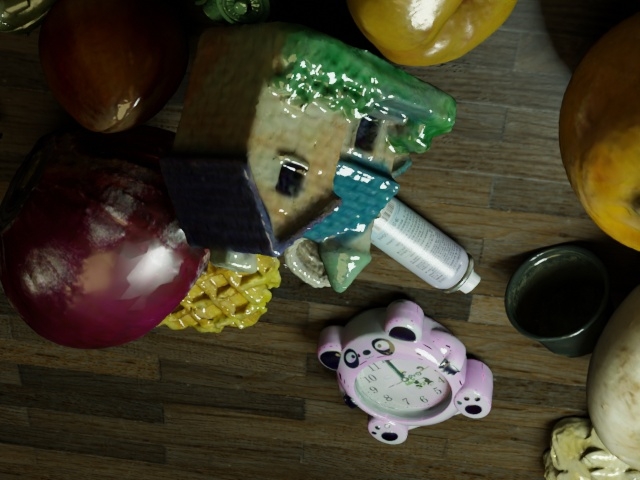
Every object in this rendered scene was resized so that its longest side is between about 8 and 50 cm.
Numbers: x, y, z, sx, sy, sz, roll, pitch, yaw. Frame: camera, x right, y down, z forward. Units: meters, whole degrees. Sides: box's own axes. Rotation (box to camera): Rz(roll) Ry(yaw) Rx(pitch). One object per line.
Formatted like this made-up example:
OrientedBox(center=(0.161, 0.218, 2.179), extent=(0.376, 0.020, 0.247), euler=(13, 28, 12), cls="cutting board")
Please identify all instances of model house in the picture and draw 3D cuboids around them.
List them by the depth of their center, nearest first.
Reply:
OrientedBox(center=(-0.022, -0.083, 1.676), extent=(0.312, 0.280, 0.245), euler=(20, 172, -39), cls="model house")

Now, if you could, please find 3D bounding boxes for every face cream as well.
OrientedBox(center=(0.138, 0.005, 1.968), extent=(0.229, 0.075, 0.075), euler=(36, 130, -23), cls="face cream")

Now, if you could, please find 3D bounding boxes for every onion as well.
OrientedBox(center=(-0.294, 0.007, 1.810), extent=(0.337, 0.260, 0.282), euler=(-20, 132, 37), cls="onion")

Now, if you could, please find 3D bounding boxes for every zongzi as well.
OrientedBox(center=(-0.376, -0.312, 1.710), extent=(0.154, 0.062, 0.130), euler=(-29, 165, 32), cls="zongzi")

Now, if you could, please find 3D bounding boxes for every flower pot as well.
OrientedBox(center=(0.360, 0.097, 1.980), extent=(0.157, 0.157, 0.107), euler=(-15, 143, 24), cls="flower pot")

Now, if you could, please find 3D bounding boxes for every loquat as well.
OrientedBox(center=(0.444, -0.127, 1.615), extent=(0.329, 0.328, 0.328), euler=(5, 136, 5), cls="loquat")

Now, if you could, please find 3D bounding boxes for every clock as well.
OrientedBox(center=(0.131, 0.207, 2.169), extent=(0.228, 0.090, 0.248), euler=(-23, 126, 29), cls="clock")

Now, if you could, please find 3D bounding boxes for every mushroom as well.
OrientedBox(center=(0.552, 0.195, 1.897), extent=(0.362, 0.294, 0.362), euler=(-19, 136, -19), cls="mushroom")

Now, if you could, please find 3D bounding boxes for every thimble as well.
OrientedBox(center=(0.000, 0.000, 1.979), extent=(0.102, 0.090, 0.115), euler=(-4, 133, 9), cls="thimble")

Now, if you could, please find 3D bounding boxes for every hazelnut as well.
OrientedBox(center=(-0.257, -0.224, 1.711), extent=(0.208, 0.208, 0.208), euler=(5, 136, 5), cls="hazelnut")

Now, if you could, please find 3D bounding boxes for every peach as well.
OrientedBox(center=(0.140, -0.313, 1.552), extent=(0.251, 0.153, 0.251), euler=(-27, 156, -13), cls="peach")

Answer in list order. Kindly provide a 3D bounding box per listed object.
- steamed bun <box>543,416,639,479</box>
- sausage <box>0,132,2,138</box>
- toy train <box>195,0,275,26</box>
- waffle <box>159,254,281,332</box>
OrientedBox(center=(0.512, 0.384, 2.250), extent=(0.296, 0.137, 0.292), euler=(-1, 132, 14), cls="steamed bun")
OrientedBox(center=(-0.512, -0.236, 1.842), extent=(0.083, 0.083, 0.264), euler=(-3, 133, 13), cls="sausage")
OrientedBox(center=(-0.078, -0.377, 1.578), extent=(0.189, 0.126, 0.307), euler=(29, 133, -18), cls="toy train")
OrientedBox(center=(-0.219, 0.028, 2.062), extent=(0.325, 0.068, 0.302), euler=(13, 136, -1), cls="waffle")
